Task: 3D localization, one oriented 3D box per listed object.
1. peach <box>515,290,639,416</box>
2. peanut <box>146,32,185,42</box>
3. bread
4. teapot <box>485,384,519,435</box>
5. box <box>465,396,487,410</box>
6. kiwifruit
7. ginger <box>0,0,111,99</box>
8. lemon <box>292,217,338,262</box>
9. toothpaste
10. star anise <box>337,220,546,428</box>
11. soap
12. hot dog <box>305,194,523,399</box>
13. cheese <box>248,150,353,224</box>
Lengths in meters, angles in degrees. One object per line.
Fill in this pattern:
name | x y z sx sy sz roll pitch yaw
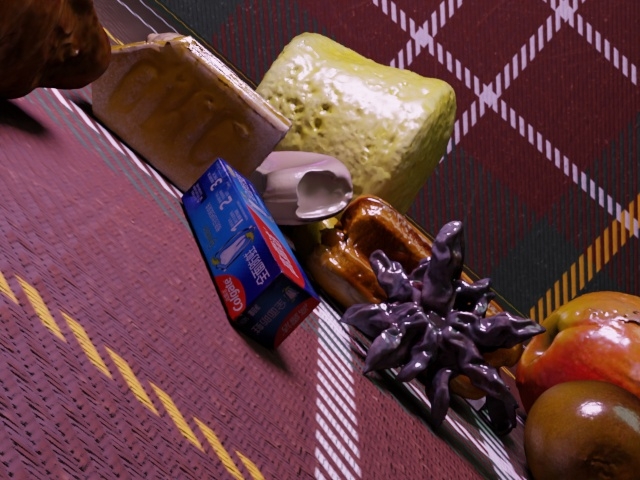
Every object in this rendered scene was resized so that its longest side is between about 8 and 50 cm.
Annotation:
peach | 0.516 0.261 1.720 0.373 0.372 0.290 40 42 -8
peanut | -0.247 -0.301 1.861 0.123 0.123 0.257 32 8 -45
bread | 0.035 -0.163 1.678 0.308 0.348 0.348 33 8 4
teapot | 0.279 0.256 1.536 0.068 0.045 0.100 59 22 -29
box | 0.205 0.202 1.611 0.167 0.024 0.090 45 11 20
kiwifruit | 0.383 0.289 1.427 0.196 0.196 0.234 43 3 9
ginger | -0.349 -0.238 0.936 0.254 0.176 0.418 34 7 0
lemon | 0.000 0.000 1.534 0.110 0.082 0.082 53 9 -1
toothpaste | -0.088 0.004 1.158 0.066 0.076 0.320 40 9 -31
star anise | 0.145 0.108 1.292 0.282 0.212 0.129 53 0 22
soap | -0.184 -0.173 1.342 0.257 0.160 0.080 39 11 -6
hot dog | 0.136 0.086 1.476 0.349 0.158 0.117 40 -10 -7
cheese | -0.077 -0.087 1.484 0.163 0.082 0.286 -14 19 -36
